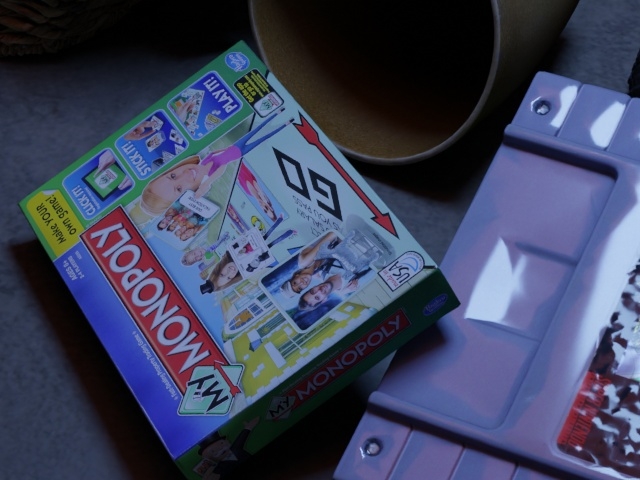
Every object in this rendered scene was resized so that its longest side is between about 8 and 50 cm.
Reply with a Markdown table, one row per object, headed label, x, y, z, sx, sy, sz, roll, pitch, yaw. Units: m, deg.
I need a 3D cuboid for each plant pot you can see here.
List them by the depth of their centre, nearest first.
| label | x | y | z | sx | sy | sz | roll | pitch | yaw |
| --- | --- | --- | --- | --- | --- | --- | --- | --- | --- |
| plant pot | 0.109 | -0.211 | 1.602 | 0.237 | 0.237 | 0.254 | 26 | 32 | 27 |

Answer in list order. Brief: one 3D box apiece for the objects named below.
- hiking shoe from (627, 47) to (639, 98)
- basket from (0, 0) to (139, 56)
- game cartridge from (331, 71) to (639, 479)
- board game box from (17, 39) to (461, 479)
| label | x | y | z | sx | sy | sz | roll | pitch | yaw |
| --- | --- | --- | --- | --- | --- | --- | --- | --- | --- |
| hiking shoe | 0.342 | -0.174 | 1.666 | 0.114 | 0.086 | 0.227 | 26 | 50 | 8 |
| basket | -0.245 | -0.280 | 1.764 | 0.213 | 0.223 | 0.299 | 37 | 42 | -9 |
| game cartridge | 0.183 | 0.056 | 1.298 | 0.230 | 0.068 | 0.355 | 15 | 61 | 24 |
| board game box | -0.068 | 0.007 | 1.372 | 0.213 | 0.046 | 0.317 | -36 | 44 | -3 |
